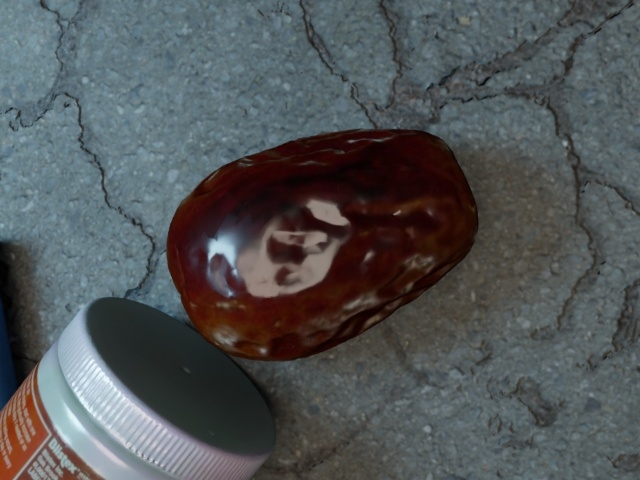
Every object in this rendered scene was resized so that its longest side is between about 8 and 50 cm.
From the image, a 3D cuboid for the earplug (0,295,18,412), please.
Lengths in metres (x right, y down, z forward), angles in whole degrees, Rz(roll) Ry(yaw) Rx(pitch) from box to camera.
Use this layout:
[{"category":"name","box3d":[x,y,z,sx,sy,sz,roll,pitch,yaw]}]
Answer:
[{"category":"earplug","box3d":[-0.437,0.140,0.817,0.133,0.132,0.272,-12,94,8]}]

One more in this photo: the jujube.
[{"category":"jujube","box3d":[0.000,0.000,0.716,0.318,0.223,0.223,-21,89,1]}]

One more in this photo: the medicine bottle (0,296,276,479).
[{"category":"medicine bottle","box3d":[-0.214,0.227,0.721,0.253,0.252,0.240,39,97,5]}]
